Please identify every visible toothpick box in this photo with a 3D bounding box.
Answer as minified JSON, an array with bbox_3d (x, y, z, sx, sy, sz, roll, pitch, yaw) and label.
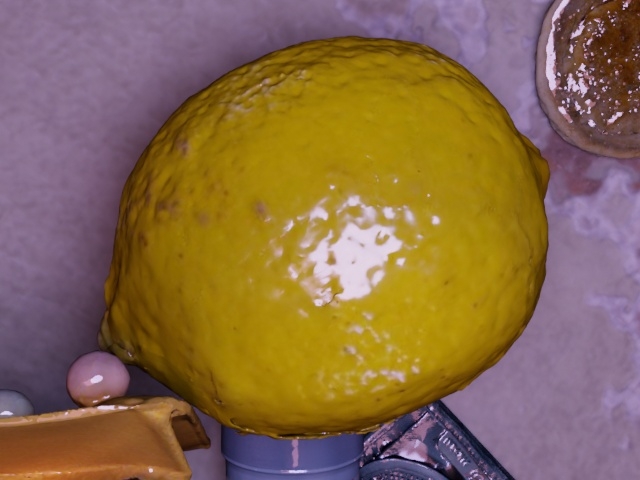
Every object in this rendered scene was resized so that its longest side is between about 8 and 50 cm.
[{"bbox_3d":[-0.019,0.185,1.078,0.101,0.101,0.153,-2,101,-3],"label":"toothpick box"}]

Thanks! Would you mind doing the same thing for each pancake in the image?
[{"bbox_3d":[0.218,-0.130,1.070,0.151,0.025,0.152,-1,102,-3],"label":"pancake"}]

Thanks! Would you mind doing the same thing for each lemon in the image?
[{"bbox_3d":[0.000,0.000,0.968,0.310,0.253,0.253,-21,101,-2],"label":"lemon"}]

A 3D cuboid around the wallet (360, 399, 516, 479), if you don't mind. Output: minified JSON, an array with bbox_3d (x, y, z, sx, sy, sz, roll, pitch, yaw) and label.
[{"bbox_3d":[0.086,0.179,1.120,0.088,0.026,0.129,-43,100,5],"label":"wallet"}]

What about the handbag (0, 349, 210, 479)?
[{"bbox_3d":[-0.273,0.148,0.972,0.401,0.283,0.133,0,78,1],"label":"handbag"}]
